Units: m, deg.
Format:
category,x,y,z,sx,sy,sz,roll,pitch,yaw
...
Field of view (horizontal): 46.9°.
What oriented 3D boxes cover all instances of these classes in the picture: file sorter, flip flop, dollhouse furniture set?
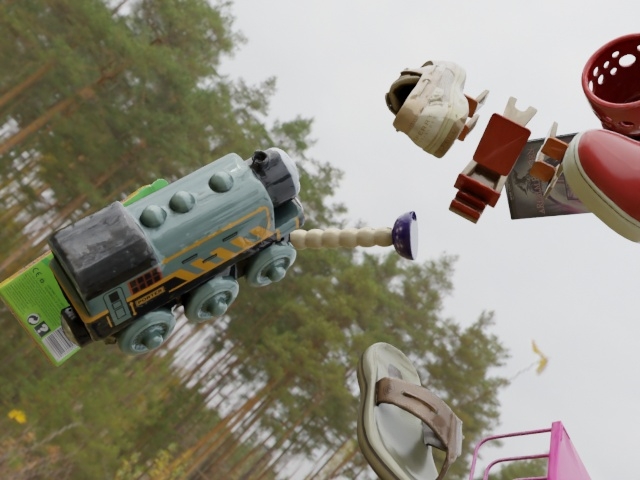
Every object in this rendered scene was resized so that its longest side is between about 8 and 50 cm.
category,x,y,z,sx,sy,sz,roll,pitch,yaw
file sorter,0.418,0.528,1.403,0.182,0.202,0.290,-18,-64,31
flip flop,0.099,0.180,0.744,0.112,0.080,0.277,44,16,-17
dollhouse furniture set,0.349,-0.160,1.495,0.262,0.135,0.259,29,-29,12

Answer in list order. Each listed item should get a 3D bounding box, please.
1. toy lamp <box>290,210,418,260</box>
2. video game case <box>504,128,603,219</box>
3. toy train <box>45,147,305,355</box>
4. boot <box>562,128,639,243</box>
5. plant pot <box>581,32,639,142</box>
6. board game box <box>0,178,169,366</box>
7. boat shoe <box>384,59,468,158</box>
category,x,y,z,sx,sy,sz,roll,pitch,yaw
toy lamp,0.000,0.000,1.066,0.275,0.080,0.080,-1,-36,18
video game case,0.577,-0.156,1.779,0.274,0.026,0.195,-5,-75,34
toy train,-0.162,0.009,0.884,0.142,0.334,0.190,51,-22,26
boot,0.335,-0.050,0.581,0.244,0.088,0.176,25,-28,-6
plant pot,0.658,-0.304,1.533,0.191,0.191,0.174,30,-10,43
board game box,-0.279,0.035,0.974,0.039,0.259,0.124,3,-53,56
boat shoe,0.173,-0.250,1.248,0.110,0.121,0.341,25,24,-8
